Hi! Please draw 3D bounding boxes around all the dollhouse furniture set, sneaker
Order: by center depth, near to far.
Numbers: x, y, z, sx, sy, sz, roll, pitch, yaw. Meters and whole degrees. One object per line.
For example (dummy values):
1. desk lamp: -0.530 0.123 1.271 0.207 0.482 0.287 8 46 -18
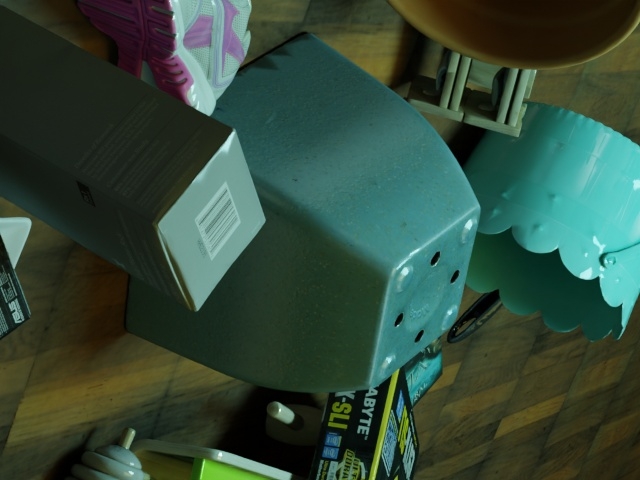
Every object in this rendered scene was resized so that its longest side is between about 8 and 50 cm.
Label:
1. sneaker: -0.120 -0.194 1.553 0.111 0.103 0.252 -56 162 -19
2. dollhouse furniture set: 0.176 -0.221 2.075 0.183 0.129 0.129 -67 171 -58

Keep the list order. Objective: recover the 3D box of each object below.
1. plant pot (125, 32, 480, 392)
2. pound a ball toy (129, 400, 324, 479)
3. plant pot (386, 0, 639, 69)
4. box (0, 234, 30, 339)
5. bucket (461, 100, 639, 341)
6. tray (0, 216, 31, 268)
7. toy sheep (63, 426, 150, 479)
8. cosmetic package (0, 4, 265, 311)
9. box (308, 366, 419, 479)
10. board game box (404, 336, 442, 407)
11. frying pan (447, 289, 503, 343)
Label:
1. plant pot: 0.000 0.000 1.788 0.248 0.252 0.247 -34 145 -43
2. pound a ball toy: -0.107 0.255 2.041 0.319 0.136 0.208 33 63 -67
3. plant pot: 0.195 -0.335 1.808 0.291 0.291 0.203 86 24 -50
4. box: -0.307 0.020 1.387 0.147 0.077 0.180 -38 140 -24
5. bucket: 0.276 -0.024 2.277 0.183 0.281 0.281 -60 156 -14
6. tray: -0.329 0.098 1.535 0.145 0.030 0.270 -2 118 -63
7. toy sheep: -0.207 0.242 1.858 0.091 0.091 0.132 33 72 -65
8. cosmetic package: -0.167 -0.063 1.426 0.107 0.238 0.127 -53 152 -21
9. box: 0.045 0.295 2.187 0.322 0.079 0.257 75 24 -64
10. board game box: 0.090 0.190 2.428 0.186 0.026 0.126 -47 152 -27
11. frying pan: 0.282 -0.014 2.475 0.326 0.197 0.053 -24 137 10
